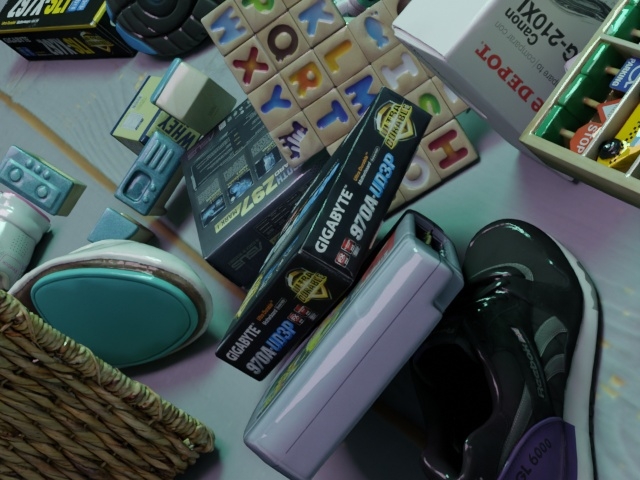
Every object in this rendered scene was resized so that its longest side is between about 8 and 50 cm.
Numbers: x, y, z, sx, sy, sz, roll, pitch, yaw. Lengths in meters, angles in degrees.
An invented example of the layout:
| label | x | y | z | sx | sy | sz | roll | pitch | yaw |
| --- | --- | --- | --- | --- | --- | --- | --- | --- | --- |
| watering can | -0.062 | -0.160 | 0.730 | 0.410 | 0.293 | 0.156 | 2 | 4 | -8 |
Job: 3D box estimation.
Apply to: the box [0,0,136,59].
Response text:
| label | x | y | z | sx | sy | sz | roll | pitch | yaw |
| --- | --- | --- | --- | --- | --- | --- | --- | --- | --- |
| box | -0.290 | -0.367 | 2.043 | 0.322 | 0.079 | 0.257 | 9 | 67 | 54 |

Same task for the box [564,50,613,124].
| label | x | y | z | sx | sy | sz | roll | pitch | yaw |
| --- | --- | --- | --- | --- | --- | --- | --- | --- | --- |
| box | 0.286 | -0.115 | 1.053 | 0.203 | 0.103 | 0.114 | -33 | 36 | 26 |

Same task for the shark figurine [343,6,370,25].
| label | x | y | z | sx | sy | sz | roll | pitch | yaw |
| --- | --- | --- | --- | --- | --- | --- | --- | --- | --- |
| shark figurine | 0.060 | -0.199 | 1.396 | 0.116 | 0.278 | 0.166 | 71 | -159 | -85 |

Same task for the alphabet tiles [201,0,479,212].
| label | x | y | z | sx | sy | sz | roll | pitch | yaw |
| --- | --- | --- | --- | --- | --- | --- | --- | --- | --- |
| alphabet tiles | 0.028 | -0.144 | 1.316 | 0.198 | 0.237 | 0.009 | -32 | -1 | 27 |

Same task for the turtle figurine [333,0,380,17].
| label | x | y | z | sx | sy | sz | roll | pitch | yaw |
| --- | --- | --- | --- | --- | --- | --- | --- | --- | --- |
| turtle figurine | 0.088 | -0.309 | 1.481 | 0.234 | 0.118 | 0.175 | -40 | 14 | 46 |

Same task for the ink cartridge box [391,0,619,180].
| label | x | y | z | sx | sy | sz | roll | pitch | yaw |
| --- | --- | --- | --- | --- | --- | --- | --- | --- | --- |
| ink cartridge box | 0.200 | -0.191 | 1.171 | 0.237 | 0.172 | 0.100 | -49 | 32 | 3 |

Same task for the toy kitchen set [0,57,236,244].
| label | x | y | z | sx | sy | sz | roll | pitch | yaw |
| --- | --- | --- | --- | --- | --- | --- | --- | --- | --- |
| toy kitchen set | -0.220 | -0.110 | 1.569 | 0.207 | 0.166 | 0.122 | -58 | -12 | 0 |

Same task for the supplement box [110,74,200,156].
| label | x | y | z | sx | sy | sz | roll | pitch | yaw |
| --- | --- | --- | --- | --- | --- | --- | --- | --- | --- |
| supplement box | -0.174 | -0.132 | 1.682 | 0.083 | 0.056 | 0.083 | 17 | 72 | 56 |

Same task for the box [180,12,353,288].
| label | x | y | z | sx | sy | sz | roll | pitch | yaw |
| --- | --- | --- | --- | --- | --- | --- | --- | --- | --- |
| box | -0.024 | -0.088 | 1.451 | 0.233 | 0.059 | 0.183 | -41 | 33 | 15 |

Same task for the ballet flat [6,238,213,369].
| label | x | y | z | sx | sy | sz | roll | pitch | yaw |
| --- | --- | --- | --- | --- | --- | --- | --- | --- | --- |
| ballet flat | -0.246 | 0.067 | 1.526 | 0.400 | 0.139 | 0.139 | -23 | 42 | 38 |

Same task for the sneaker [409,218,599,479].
| label | x | y | z | sx | sy | sz | roll | pitch | yaw |
| --- | --- | --- | --- | --- | --- | --- | --- | --- | --- |
| sneaker | 0.121 | 0.072 | 1.051 | 0.107 | 0.124 | 0.283 | -31 | 37 | 28 |

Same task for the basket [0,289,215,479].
| label | x | y | z | sx | sy | sz | roll | pitch | yaw |
| --- | --- | --- | --- | --- | --- | --- | --- | --- | --- |
| basket | -0.270 | 0.116 | 1.329 | 0.223 | 0.299 | 0.213 | -44 | 31 | 16 |

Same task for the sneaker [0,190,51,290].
| label | x | y | z | sx | sy | sz | roll | pitch | yaw |
| --- | --- | --- | --- | --- | --- | --- | --- | --- | --- |
| sneaker | -0.434 | 0.029 | 1.801 | 0.252 | 0.103 | 0.111 | -22 | 41 | 39 |

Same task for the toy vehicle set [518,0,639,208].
| label | x | y | z | sx | sy | sz | roll | pitch | yaw |
| --- | --- | --- | --- | --- | --- | --- | --- | --- | --- |
| toy vehicle set | 0.260 | -0.141 | 0.977 | 0.267 | 0.035 | 0.166 | -54 | 33 | -3 |

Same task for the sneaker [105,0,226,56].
| label | x | y | z | sx | sy | sz | roll | pitch | yaw |
| --- | --- | --- | --- | --- | --- | --- | --- | --- | --- |
| sneaker | -0.116 | -0.322 | 1.777 | 0.341 | 0.125 | 0.139 | -23 | 14 | 41 |

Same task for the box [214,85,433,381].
| label | x | y | z | sx | sy | sz | roll | pitch | yaw |
| --- | --- | --- | --- | --- | --- | --- | --- | --- | --- |
| box | 0.000 | 0.000 | 1.239 | 0.175 | 0.051 | 0.220 | -63 | 7 | -32 |

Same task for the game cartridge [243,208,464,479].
| label | x | y | z | sx | sy | sz | roll | pitch | yaw |
| --- | --- | --- | --- | --- | --- | --- | --- | --- | --- |
| game cartridge | 0.024 | 0.074 | 1.103 | 0.196 | 0.060 | 0.294 | -55 | 0 | 6 |
